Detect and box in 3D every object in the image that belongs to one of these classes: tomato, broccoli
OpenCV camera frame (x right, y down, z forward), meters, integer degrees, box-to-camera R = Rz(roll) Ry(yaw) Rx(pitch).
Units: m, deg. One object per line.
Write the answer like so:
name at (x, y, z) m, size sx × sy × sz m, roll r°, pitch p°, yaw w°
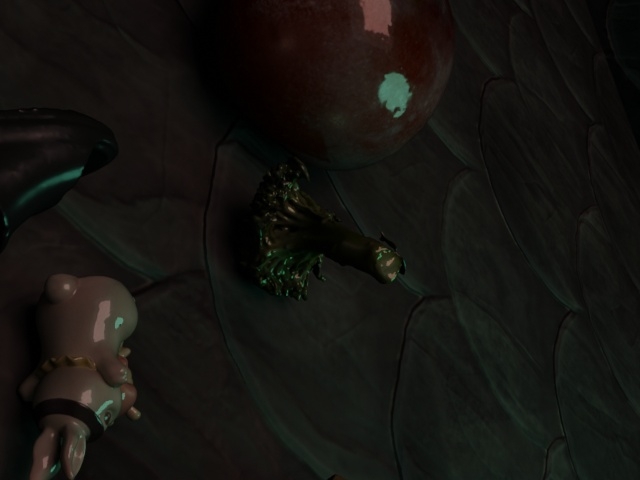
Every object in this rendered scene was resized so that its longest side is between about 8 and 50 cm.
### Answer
tomato at (0.024, -0.216, 0.962) m, size 0.270 × 0.227 × 0.270 m, roll 33°, pitch 46°, yaw -42°
broccoli at (0.001, 0.002, 0.830) m, size 0.118 × 0.204 × 0.122 m, roll 34°, pitch 79°, yaw -32°

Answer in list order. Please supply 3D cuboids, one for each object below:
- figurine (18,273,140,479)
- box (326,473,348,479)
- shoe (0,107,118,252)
figurine at (-0.157, 0.102, 0.644) m, size 0.098 × 0.081 × 0.146 m, roll 22°, pitch 53°, yaw -46°
box at (0.007, 0.275, 0.743) m, size 0.111 × 0.111 × 0.177 m, roll 59°, pitch 35°, yaw -9°
shoe at (-0.244, -0.028, 0.594) m, size 0.241 × 0.108 × 0.093 m, roll -5°, pitch 75°, yaw -47°
